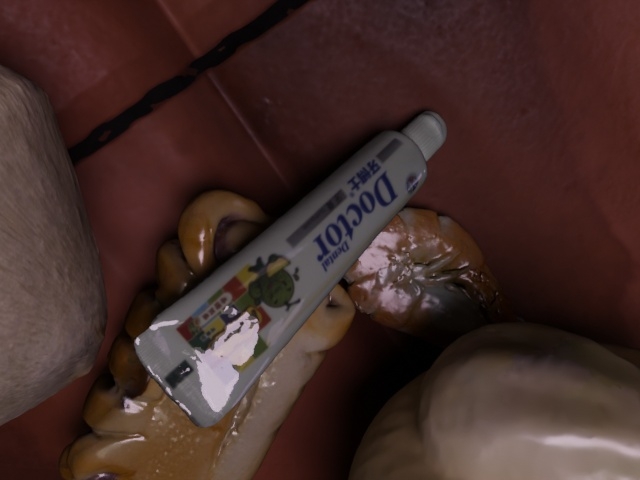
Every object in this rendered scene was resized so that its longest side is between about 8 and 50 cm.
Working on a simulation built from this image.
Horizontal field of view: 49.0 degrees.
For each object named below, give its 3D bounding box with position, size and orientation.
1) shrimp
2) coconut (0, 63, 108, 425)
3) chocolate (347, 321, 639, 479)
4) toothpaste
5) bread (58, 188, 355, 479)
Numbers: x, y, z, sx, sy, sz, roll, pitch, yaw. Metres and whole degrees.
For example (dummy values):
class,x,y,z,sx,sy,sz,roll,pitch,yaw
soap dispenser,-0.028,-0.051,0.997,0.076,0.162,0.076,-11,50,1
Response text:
class,x,y,z,sx,sy,sz,roll,pitch,yaw
shrimp,0.098,0.043,0.510,0.184,0.043,0.091,34,95,-17
coconut,-0.234,0.007,0.337,0.266,0.237,0.237,21,102,-10
chocolate,0.172,0.205,0.412,0.326,0.314,0.297,3,116,-10
toothpaste,0.000,0.000,0.427,0.255,0.037,0.067,-44,107,-26
bread,-0.075,0.083,0.470,0.134,0.081,0.225,27,98,-21
